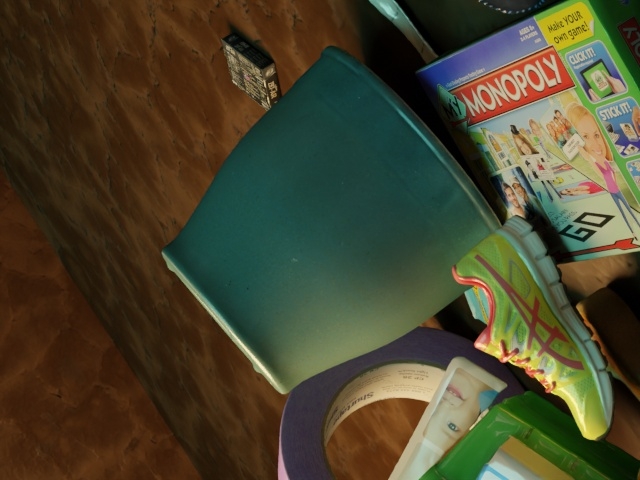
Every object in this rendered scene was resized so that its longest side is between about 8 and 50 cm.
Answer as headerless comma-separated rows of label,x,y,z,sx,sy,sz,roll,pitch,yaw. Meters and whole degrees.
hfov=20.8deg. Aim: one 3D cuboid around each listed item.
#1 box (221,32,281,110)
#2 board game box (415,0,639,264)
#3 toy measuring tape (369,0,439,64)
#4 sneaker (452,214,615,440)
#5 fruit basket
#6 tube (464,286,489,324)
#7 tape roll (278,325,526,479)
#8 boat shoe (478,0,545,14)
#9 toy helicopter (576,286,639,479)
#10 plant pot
box,-0.078,-0.192,2.000,0.083,0.018,0.067,40,153,40
board game box,0.209,-0.088,1.454,0.213,0.046,0.317,59,160,-6
toy measuring tape,-0.004,-0.239,1.627,0.330,0.121,0.121,54,160,8
sneaker,0.185,0.088,1.530,0.208,0.094,0.081,62,174,9
fruit basket,0.175,0.338,1.642,0.327,0.353,0.165,34,-170,19
tube,0.194,0.071,1.731,0.207,0.052,0.080,30,140,62
tape roll,0.093,0.229,1.853,0.275,0.275,0.090,48,157,23
boat shoe,0.088,-0.232,1.303,0.109,0.089,0.258,-23,142,34
toy helicopter,0.331,0.173,1.495,0.355,0.140,0.235,53,171,44
plant pot,0.000,0.000,1.664,0.271,0.255,0.271,49,176,5
